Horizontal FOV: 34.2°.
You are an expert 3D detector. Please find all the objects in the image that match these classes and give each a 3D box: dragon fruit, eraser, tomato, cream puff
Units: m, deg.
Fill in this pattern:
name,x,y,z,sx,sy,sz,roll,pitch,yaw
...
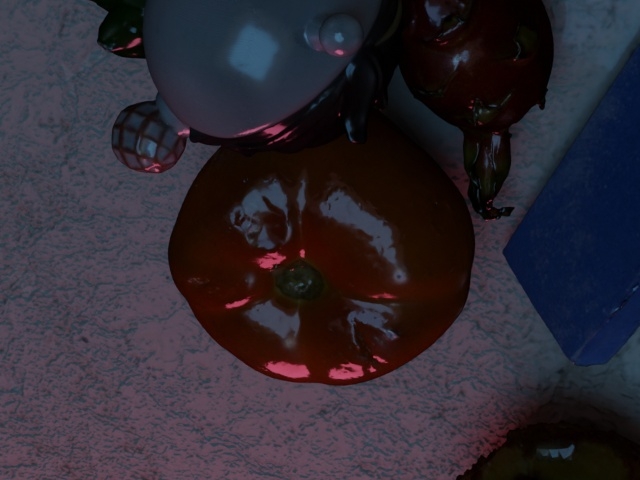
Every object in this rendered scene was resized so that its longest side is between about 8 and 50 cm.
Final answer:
name,x,y,z,sx,sy,sz,roll,pitch,yaw
dragon fruit,0.122,-0.119,0.819,0.125,0.125,0.246,-11,117,2
eraser,0.256,-0.059,0.794,0.043,0.144,0.311,9,126,-29
tomato,0.004,0.003,0.883,0.260,0.180,0.259,9,121,15
cream puff,0.233,0.264,0.955,0.240,0.164,0.240,12,134,13

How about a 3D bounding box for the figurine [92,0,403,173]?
name,x,y,z,sx,sy,sz,roll,pitch,yaw
figurine,-0.083,-0.185,0.768,0.370,0.167,0.281,35,87,34
